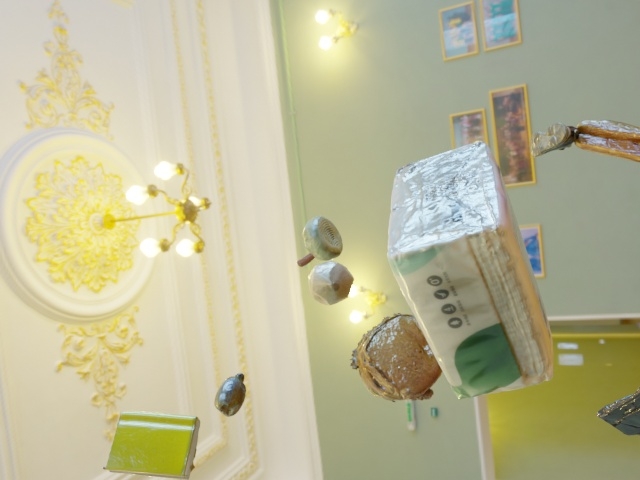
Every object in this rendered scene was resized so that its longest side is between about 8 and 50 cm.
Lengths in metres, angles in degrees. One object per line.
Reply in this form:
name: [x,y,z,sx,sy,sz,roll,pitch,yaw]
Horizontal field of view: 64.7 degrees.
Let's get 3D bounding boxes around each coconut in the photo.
coconut: [0.038,0.149,1.791,0.162,0.160,0.161,-176,79,-75]

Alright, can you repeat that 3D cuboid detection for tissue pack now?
tissue pack: [0.256,0.056,0.862,0.357,0.193,0.266,60,-153,-30]

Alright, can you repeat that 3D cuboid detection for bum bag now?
bum bag: [0.655,0.296,0.967,0.060,0.123,0.248,-75,9,-47]

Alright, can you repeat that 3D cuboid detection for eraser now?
eraser: [-0.449,0.555,1.376,0.069,0.225,0.158,93,-178,-54]

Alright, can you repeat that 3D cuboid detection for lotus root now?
lotus root: [-0.343,0.593,1.965,0.113,0.088,0.192,46,-150,-16]

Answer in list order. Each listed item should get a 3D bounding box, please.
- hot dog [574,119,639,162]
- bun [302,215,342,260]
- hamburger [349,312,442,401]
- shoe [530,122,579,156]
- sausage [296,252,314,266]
hot dog: [0.788,-0.263,1.331,0.062,0.235,0.092,-7,-62,-38]
bun: [0.000,0.000,2.028,0.195,0.118,0.196,45,-152,-32]
hamburger: [0.212,0.335,1.441,0.211,0.260,0.245,80,-174,-68]
shoe: [0.668,-0.281,1.425,0.169,0.099,0.071,145,123,-77]
sausage: [-0.038,0.067,2.283,0.042,0.158,0.036,45,-169,-31]
